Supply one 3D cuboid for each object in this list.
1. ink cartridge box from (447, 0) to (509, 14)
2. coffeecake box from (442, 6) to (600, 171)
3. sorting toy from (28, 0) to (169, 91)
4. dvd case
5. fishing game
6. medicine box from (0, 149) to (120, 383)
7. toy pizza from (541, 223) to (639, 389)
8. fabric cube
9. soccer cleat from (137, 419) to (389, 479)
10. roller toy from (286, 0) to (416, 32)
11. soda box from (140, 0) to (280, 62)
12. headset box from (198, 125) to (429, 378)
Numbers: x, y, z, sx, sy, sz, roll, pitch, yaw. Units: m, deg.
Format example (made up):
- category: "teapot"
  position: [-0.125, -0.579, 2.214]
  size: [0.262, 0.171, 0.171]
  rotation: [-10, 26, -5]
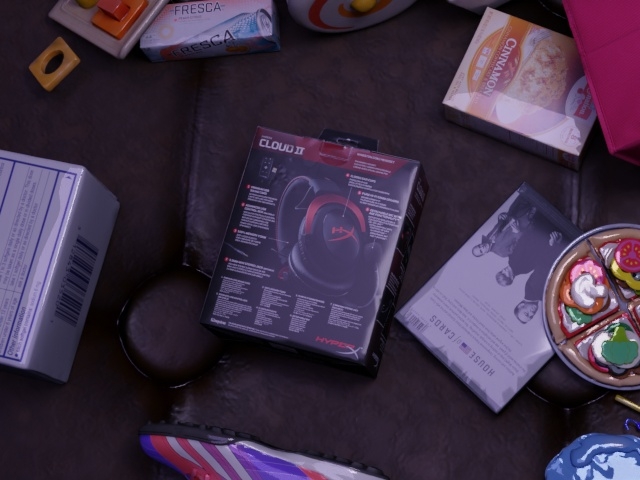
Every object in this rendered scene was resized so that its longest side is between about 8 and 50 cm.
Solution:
- category: "ink cartridge box"
  position: [0.262, -0.439, 1.844]
  size: [0.289, 0.121, 0.211]
  rotation: [-24, 77, 24]
- category: "coffeecake box"
  position: [0.268, -0.191, 1.885]
  size: [0.185, 0.068, 0.142]
  rotation: [23, 80, 15]
- category: "sorting toy"
  position: [-0.270, -0.346, 1.995]
  size: [0.196, 0.047, 0.348]
  rotation: [32, 83, 42]
- category: "dvd case"
  position: [0.236, 0.070, 1.844]
  size: [0.239, 0.029, 0.179]
  rotation: [-46, 73, -3]
- category: "fishing game"
  position: [0.343, 0.319, 1.756]
  size: [0.189, 0.041, 0.264]
  rotation: [22, 72, 15]
- category: "medicine box"
  position: [-0.443, 0.021, 1.918]
  size: [0.289, 0.149, 0.263]
  rotation: [12, 78, 14]
- category: "toy pizza"
  position: [0.367, 0.079, 1.793]
  size: [0.201, 0.032, 0.201]
  rotation: [0, 85, 0]
- category: "fabric cube"
  position: [0.461, -0.242, 1.726]
  size: [0.258, 0.254, 0.259]
  rotation: [-24, 72, 31]
- category: "soccer cleat"
  position: [-0.080, 0.296, 1.807]
  size: [0.318, 0.108, 0.116]
  rotation: [13, 82, 11]
- category: "roller toy"
  position: [0.040, -0.356, 1.908]
  size: [0.191, 0.209, 0.146]
  rotation: [-25, 71, 27]
- category: "soda box"
  position: [-0.147, -0.282, 1.990]
  size: [0.183, 0.058, 0.063]
  rotation: [-5, 75, 10]
- category: "headset box"
  position: [0.000, 0.000, 1.862]
  size: [0.218, 0.110, 0.293]
  rotation: [13, 78, 13]
